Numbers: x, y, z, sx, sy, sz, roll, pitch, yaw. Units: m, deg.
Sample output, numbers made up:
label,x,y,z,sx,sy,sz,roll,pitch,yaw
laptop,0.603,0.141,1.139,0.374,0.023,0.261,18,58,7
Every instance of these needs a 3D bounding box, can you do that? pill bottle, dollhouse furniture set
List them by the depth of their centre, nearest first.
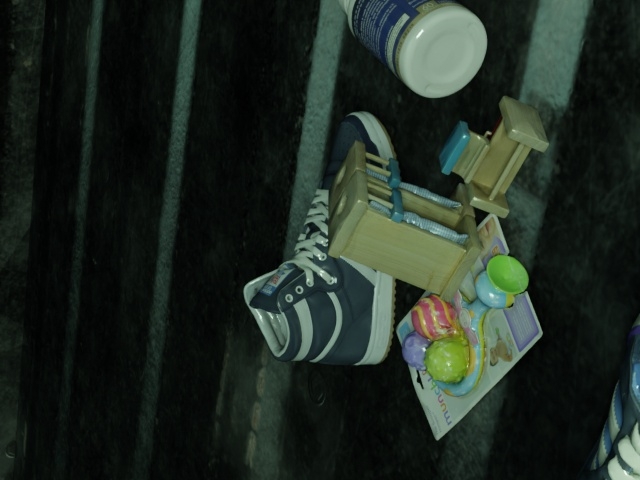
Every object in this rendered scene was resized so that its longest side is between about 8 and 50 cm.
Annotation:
label,x,y,z,sx,sy,sz,roll,pitch,yaw
dollhouse furniture set,0.103,-0.068,1.166,0.129,0.129,0.184,-90,25,-59
pill bottle,0.084,-0.219,1.243,0.169,0.094,0.094,50,134,46

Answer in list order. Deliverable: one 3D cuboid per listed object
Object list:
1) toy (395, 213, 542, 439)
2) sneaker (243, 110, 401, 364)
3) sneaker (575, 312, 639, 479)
label,x,y,z,sx,sy,sz,roll,pitch,yaw
toy,0.126,0.092,1.240,0.237,0.056,0.137,-54,46,49
sneaker,0.000,0.000,1.354,0.099,0.153,0.282,6,97,62
sneaker,0.200,0.170,0.714,0.323,0.130,0.236,67,-134,-74
